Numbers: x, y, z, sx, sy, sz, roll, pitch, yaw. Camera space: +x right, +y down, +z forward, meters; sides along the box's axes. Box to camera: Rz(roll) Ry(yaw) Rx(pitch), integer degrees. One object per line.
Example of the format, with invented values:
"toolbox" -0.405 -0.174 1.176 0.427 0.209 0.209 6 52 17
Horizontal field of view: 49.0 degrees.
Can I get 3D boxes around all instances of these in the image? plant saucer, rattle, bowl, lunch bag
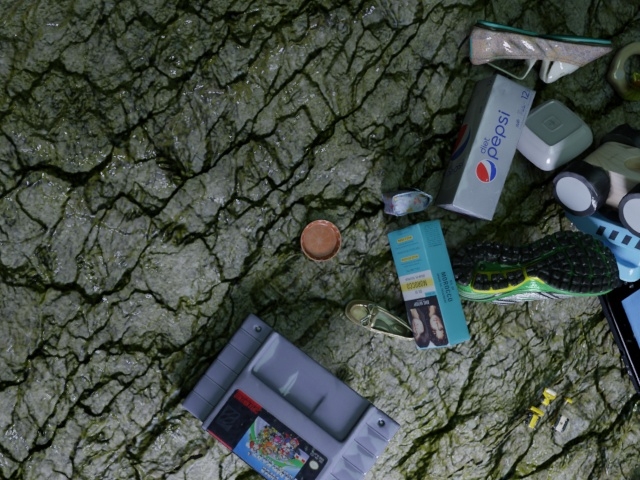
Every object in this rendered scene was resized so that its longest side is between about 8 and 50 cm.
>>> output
"plant saucer" 0.000 0.000 1.407 0.084 0.013 0.083 0 91 -14
"rattle" 0.729 -0.402 1.518 0.130 0.143 0.199 44 87 5
"bowl" 0.480 -0.228 1.463 0.142 0.053 0.142 -33 62 -8
"lunch bag" 0.175 -0.082 1.419 0.083 0.071 0.053 -10 99 -12

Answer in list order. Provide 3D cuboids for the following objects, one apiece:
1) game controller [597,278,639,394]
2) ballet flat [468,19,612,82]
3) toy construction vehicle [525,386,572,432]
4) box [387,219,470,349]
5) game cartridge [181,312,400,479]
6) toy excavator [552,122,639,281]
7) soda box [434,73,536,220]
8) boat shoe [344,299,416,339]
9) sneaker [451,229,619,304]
"game controller" 0.726 0.190 1.569 0.167 0.067 0.319 -26 98 -12
"ballet flat" 0.455 -0.390 1.478 0.316 0.107 0.106 5 110 -9
"toy construction vehicle" 0.499 0.375 1.538 0.086 0.035 0.098 25 83 -3
"box" 0.213 0.089 1.395 0.060 0.100 0.244 -11 85 -35
"game cartridge" -0.059 0.330 1.316 0.355 0.068 0.230 35 79 10
"toy excavator" 0.714 0.033 1.449 0.222 0.433 0.445 -36 133 -26
"soda box" 0.336 -0.189 1.446 0.098 0.091 0.286 20 87 -15
"boat shoe" 0.123 0.163 1.425 0.153 0.048 0.056 28 85 -14
"sneaker" 0.434 0.062 1.437 0.344 0.146 0.134 1 69 2
